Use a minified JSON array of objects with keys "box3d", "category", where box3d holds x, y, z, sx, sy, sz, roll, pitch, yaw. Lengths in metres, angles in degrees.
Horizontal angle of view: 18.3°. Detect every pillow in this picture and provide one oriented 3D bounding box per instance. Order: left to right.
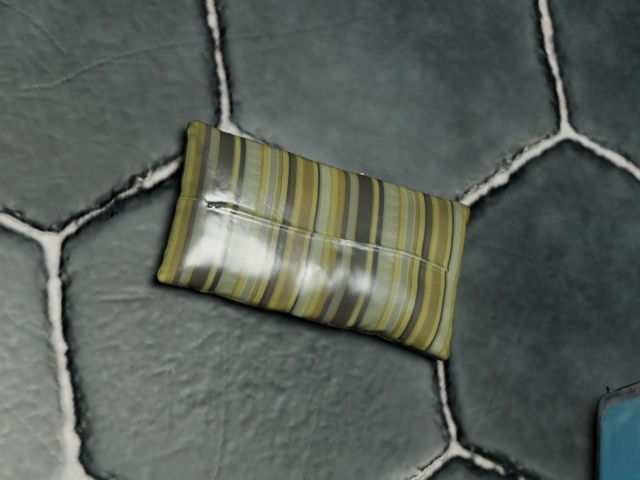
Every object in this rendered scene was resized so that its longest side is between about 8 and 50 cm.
[{"box3d":[0.000,0.000,1.276,0.203,0.038,0.113,16,70,-19],"category":"pillow"}]

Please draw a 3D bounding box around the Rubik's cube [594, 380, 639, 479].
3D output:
[{"box3d":[0.391,0.249,1.198,0.363,0.362,0.359,9,73,-22],"category":"Rubik's cube"}]
